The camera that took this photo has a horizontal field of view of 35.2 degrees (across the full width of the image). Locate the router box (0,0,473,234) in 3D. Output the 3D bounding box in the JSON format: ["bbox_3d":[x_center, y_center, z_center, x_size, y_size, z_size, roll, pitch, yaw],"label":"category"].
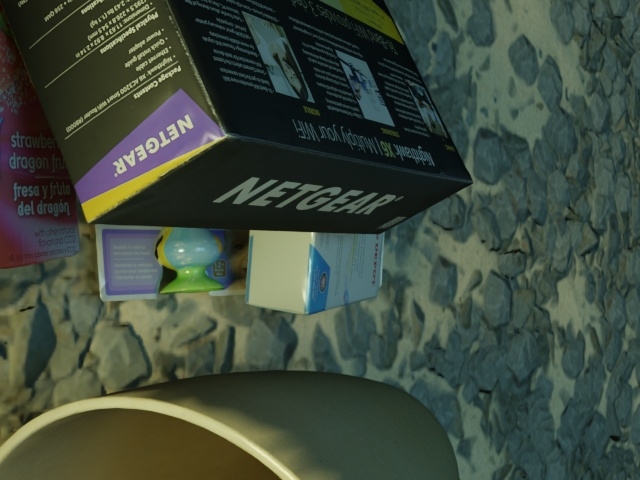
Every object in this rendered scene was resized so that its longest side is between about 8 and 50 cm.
[{"bbox_3d":[-0.045,-0.128,0.559,0.309,0.081,0.243,2,61,-63],"label":"router box"}]

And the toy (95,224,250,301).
[{"bbox_3d":[-0.082,-0.081,0.656,0.137,0.056,0.237,0,88,-49],"label":"toy"}]

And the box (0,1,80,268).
[{"bbox_3d":[-0.215,-0.039,0.389,0.257,0.128,0.122,-13,100,-73],"label":"box"}]

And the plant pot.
[{"bbox_3d":[-0.021,0.178,0.598,0.274,0.257,0.256,-19,103,-63],"label":"plant pot"}]

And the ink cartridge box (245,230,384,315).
[{"bbox_3d":[0.000,0.000,0.714,0.122,0.052,0.088,-6,101,-63],"label":"ink cartridge box"}]
